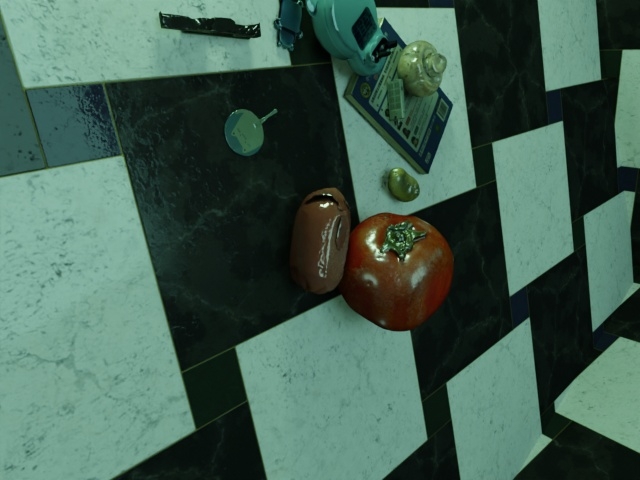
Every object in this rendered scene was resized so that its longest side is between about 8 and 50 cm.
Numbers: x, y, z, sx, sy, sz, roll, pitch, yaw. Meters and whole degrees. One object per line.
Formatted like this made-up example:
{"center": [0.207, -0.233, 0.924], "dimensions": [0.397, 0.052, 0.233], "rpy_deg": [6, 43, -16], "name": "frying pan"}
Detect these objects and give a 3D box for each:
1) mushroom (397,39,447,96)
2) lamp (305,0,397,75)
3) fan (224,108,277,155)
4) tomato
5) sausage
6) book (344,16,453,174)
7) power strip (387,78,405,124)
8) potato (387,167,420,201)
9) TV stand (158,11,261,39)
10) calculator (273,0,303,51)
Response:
{"center": [0.309, -0.522, 1.554], "dimensions": [0.166, 0.127, 0.166], "rpy_deg": [4, 83, -37], "name": "mushroom"}
{"center": [0.082, -0.577, 1.386], "dimensions": [0.284, 0.147, 0.209], "rpy_deg": [41, 66, -20], "name": "lamp"}
{"center": [-0.167, -0.283, 1.277], "dimensions": [0.175, 0.005, 0.113], "rpy_deg": [-44, 119, -29], "name": "fan"}
{"center": [0.214, 0.087, 1.449], "dimensions": [0.325, 0.293, 0.290], "rpy_deg": [-45, 151, -37], "name": "tomato"}
{"center": [0.000, 0.000, 1.344], "dimensions": [0.152, 0.152, 0.280], "rpy_deg": [13, 83, -41], "name": "sausage"}
{"center": [0.266, -0.446, 1.629], "dimensions": [0.428, 0.039, 0.300], "rpy_deg": [36, 69, -37], "name": "book"}
{"center": [0.228, -0.414, 1.536], "dimensions": [0.019, 0.050, 0.136], "rpy_deg": [-13, 101, -47], "name": "power strip"}
{"center": [0.256, -0.174, 1.614], "dimensions": [0.138, 0.070, 0.092], "rpy_deg": [35, 71, -35], "name": "potato"}
{"center": [-0.249, -0.490, 1.171], "dimensions": [0.249, 0.042, 0.036], "rpy_deg": [-13, 103, -40], "name": "TV stand"}
{"center": [-0.082, -0.565, 1.331], "dimensions": [0.094, 0.019, 0.141], "rpy_deg": [11, 87, -41], "name": "calculator"}
